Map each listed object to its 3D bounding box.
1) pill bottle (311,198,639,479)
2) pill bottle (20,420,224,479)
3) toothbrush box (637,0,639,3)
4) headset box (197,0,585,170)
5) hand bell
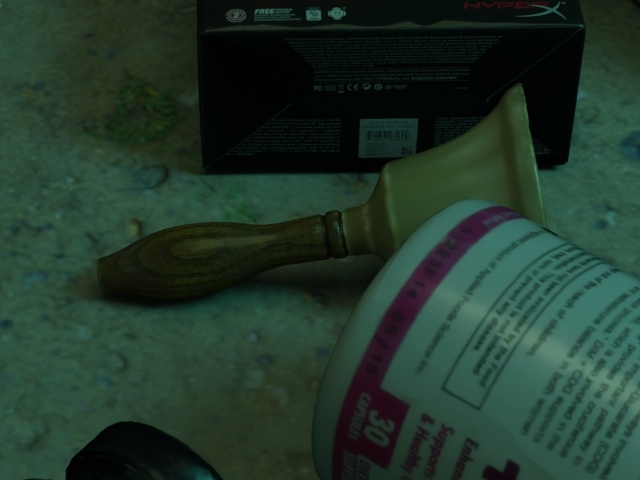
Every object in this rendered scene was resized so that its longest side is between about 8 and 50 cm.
[{"bbox_3d":[0.151,0.109,0.859,0.283,0.160,0.160,28,51,24],"label":"pill bottle"},{"bbox_3d":[-0.128,0.179,0.808,0.123,0.123,0.219,27,50,23],"label":"pill bottle"},{"bbox_3d":[0.261,-0.234,1.174,0.122,0.206,0.283,-19,48,-20],"label":"toothbrush box"},{"bbox_3d":[0.032,-0.180,1.179,0.218,0.110,0.293,0,45,-2],"label":"headset box"},{"bbox_3d":[0.000,0.000,1.028,0.242,0.126,0.126,-10,45,6],"label":"hand bell"}]
